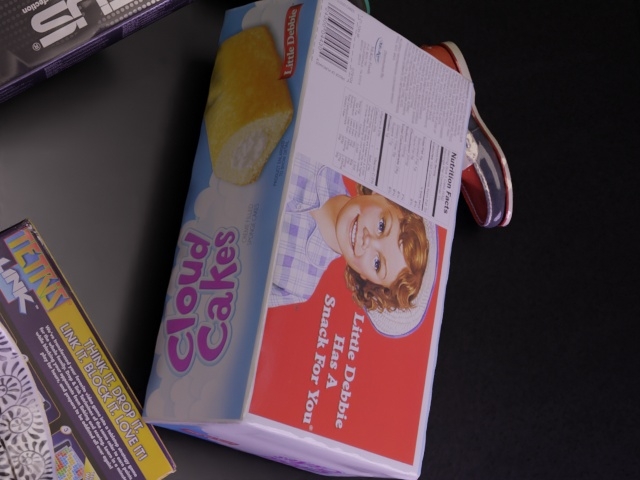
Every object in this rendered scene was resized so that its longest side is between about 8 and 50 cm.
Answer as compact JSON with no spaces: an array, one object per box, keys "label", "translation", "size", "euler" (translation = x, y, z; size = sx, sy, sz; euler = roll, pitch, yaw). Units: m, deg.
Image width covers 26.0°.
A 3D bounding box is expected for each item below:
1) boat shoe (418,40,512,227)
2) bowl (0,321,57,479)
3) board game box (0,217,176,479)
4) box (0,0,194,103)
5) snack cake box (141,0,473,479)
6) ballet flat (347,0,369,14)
[{"label":"boat shoe","translation":[0.091,-0.070,0.952],"size":[0.043,0.049,0.137],"euler":[-18,86,-26]},{"label":"bowl","translation":[-0.202,0.111,0.672],"size":[0.080,0.170,0.170],"euler":[-16,86,15]},{"label":"board game box","translation":[-0.184,0.095,0.775],"size":[0.141,0.048,0.170],"euler":[-32,95,-31]},{"label":"box","translation":[-0.228,-0.169,0.748],"size":[0.270,0.060,0.216],"euler":[-29,93,-7]},{"label":"snack cake box","translation":[0.000,0.000,0.843],"size":[0.152,0.089,0.264],"euler":[26,67,-43]},{"label":"ballet flat","translation":[-0.051,-0.205,0.895],"size":[0.074,0.074,0.203],"euler":[-35,90,-28]}]
